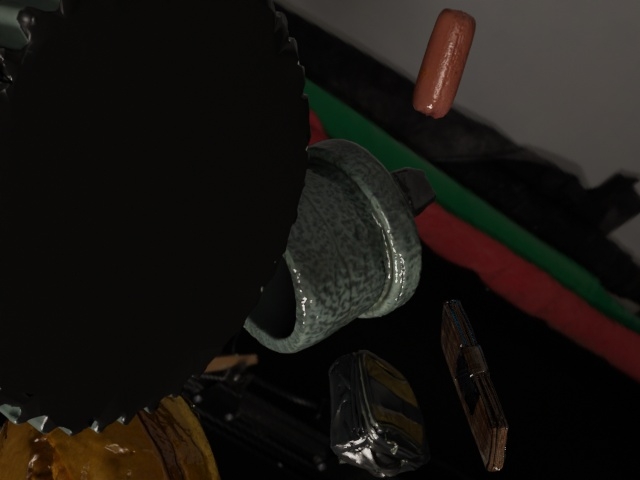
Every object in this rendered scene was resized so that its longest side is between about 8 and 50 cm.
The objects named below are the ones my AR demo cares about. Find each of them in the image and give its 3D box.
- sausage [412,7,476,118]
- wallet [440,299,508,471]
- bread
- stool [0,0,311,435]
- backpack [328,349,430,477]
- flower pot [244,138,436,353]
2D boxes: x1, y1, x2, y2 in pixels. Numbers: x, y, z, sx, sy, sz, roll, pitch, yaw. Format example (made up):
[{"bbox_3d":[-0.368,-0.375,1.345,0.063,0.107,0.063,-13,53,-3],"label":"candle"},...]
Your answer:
[{"bbox_3d":[0.178,-0.254,1.058,0.062,0.154,0.062,16,-171,-2],"label":"sausage"},{"bbox_3d":[0.222,0.208,1.075,0.042,0.124,0.230,-10,-135,0],"label":"wallet"},{"bbox_3d":[-0.186,0.248,0.643,0.143,0.195,0.269,4,-113,-67],"label":"bread"},{"bbox_3d":[-0.221,-0.071,0.509,0.330,0.297,0.297,20,-154,28],"label":"stool"},{"bbox_3d":[0.104,0.305,1.250,0.258,0.133,0.206,35,-141,-43],"label":"backpack"},{"bbox_3d":[0.000,0.000,1.089,0.283,0.299,0.299,-27,-110,-31],"label":"flower pot"}]
